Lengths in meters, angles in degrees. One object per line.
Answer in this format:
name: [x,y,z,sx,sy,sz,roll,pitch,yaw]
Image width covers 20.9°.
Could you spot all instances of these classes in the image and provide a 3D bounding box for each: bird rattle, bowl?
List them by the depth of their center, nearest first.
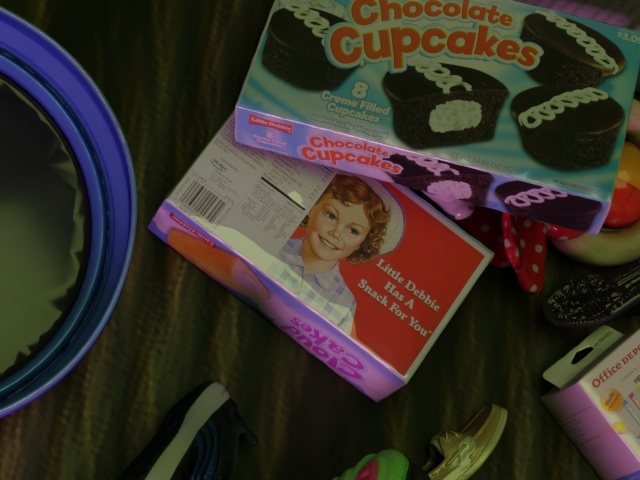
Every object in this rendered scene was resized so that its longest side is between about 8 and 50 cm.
bowl: [-0.351,-0.025,1.452,0.391,0.077,0.391,5,73,-15]
bird rattle: [0.252,-0.059,1.613,0.207,0.143,0.253,27,71,-25]

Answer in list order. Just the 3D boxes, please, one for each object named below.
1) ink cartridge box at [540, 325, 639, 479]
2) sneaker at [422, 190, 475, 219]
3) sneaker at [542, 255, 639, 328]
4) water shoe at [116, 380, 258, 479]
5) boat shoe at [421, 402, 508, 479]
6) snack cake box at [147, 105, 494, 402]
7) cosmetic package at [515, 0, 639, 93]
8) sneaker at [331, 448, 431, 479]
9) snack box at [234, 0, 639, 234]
ink cartridge box: [0.277,0.152,1.572,0.092,0.090,0.143,-37,87,-22]
sneaker: [0.101,-0.086,1.587,0.071,0.083,0.191,-26,38,15]
sneaker: [0.286,0.049,1.611,0.170,0.089,0.051,-23,70,-2]
water shoe: [-0.104,0.187,1.418,0.080,0.073,0.203,49,31,-8]
boat shoe: [0.115,0.192,1.535,0.045,0.050,0.135,42,68,-7]
snack cake box: [0.000,0.000,1.539,0.264,0.089,0.152,38,66,-3]
cosmetic package: [0.265,-0.281,1.623,0.453,0.230,0.161,21,69,-10]
sneaker: [0.074,0.410,1.408,0.202,0.185,0.483,-1,84,-23]
snack box: [0.105,-0.132,1.494,0.322,0.060,0.187,14,58,5]
